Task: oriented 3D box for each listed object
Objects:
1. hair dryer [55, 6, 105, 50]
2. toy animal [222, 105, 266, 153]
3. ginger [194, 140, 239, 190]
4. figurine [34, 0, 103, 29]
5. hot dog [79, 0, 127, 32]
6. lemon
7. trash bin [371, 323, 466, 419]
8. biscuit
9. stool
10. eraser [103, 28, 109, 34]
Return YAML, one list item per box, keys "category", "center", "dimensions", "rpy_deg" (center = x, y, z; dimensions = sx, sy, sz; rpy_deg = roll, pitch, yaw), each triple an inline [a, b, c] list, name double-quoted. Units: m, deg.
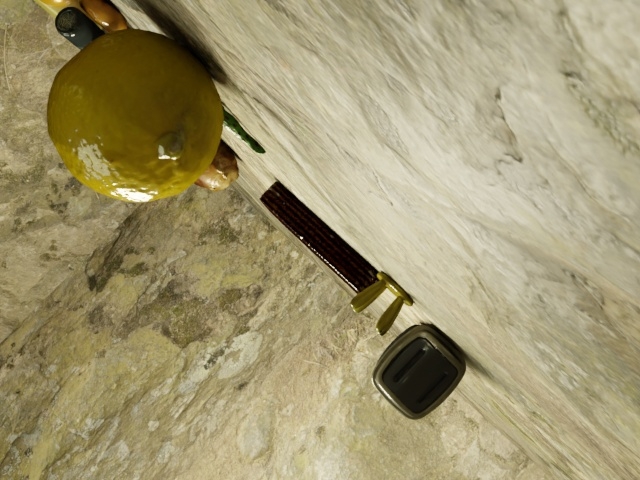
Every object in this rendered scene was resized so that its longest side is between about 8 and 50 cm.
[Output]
- category: "hair dryer"
  center: [-0.489, -0.444, 1.664]
  dimensions: [0.219, 0.072, 0.124]
  rpy_deg: [31, 179, 12]
- category: "toy animal"
  center: [-0.207, -0.261, 1.577]
  dimensions: [0.217, 0.041, 0.075]
  rpy_deg: [41, 175, -21]
- category: "ginger"
  center: [-0.392, -0.279, 2.314]
  dimensions: [0.274, 0.152, 0.357]
  rpy_deg: [46, 174, -17]
- category: "figurine"
  center: [-0.642, -0.618, 1.732]
  dimensions: [0.324, 0.124, 0.222]
  rpy_deg: [43, 173, -29]
- category: "hot dog"
  center: [-0.500, -0.527, 1.666]
  dimensions: [0.140, 0.060, 0.090]
  rpy_deg: [37, 180, -39]
- category: "lemon"
  center: [-0.333, -0.226, 1.326]
  dimensions: [0.336, 0.336, 0.336]
  rpy_deg: [44, 175, 4]
- category: "trash bin"
  center: [0.241, 0.320, 1.840]
  dimensions: [0.182, 0.209, 0.290]
  rpy_deg: [43, -179, 2]
- category: "biscuit"
  center: [0.000, 0.000, 1.879]
  dimensions: [0.388, 0.073, 0.107]
  rpy_deg: [42, 176, 21]
- category: "stool"
  center: [0.143, 0.148, 1.711]
  dimensions: [0.134, 0.110, 0.135]
  rpy_deg: [48, 173, -31]
- category: "eraser"
  center: [-0.492, -0.478, 1.822]
  dimensions: [0.095, 0.052, 0.225]
  rpy_deg: [48, -176, -43]
